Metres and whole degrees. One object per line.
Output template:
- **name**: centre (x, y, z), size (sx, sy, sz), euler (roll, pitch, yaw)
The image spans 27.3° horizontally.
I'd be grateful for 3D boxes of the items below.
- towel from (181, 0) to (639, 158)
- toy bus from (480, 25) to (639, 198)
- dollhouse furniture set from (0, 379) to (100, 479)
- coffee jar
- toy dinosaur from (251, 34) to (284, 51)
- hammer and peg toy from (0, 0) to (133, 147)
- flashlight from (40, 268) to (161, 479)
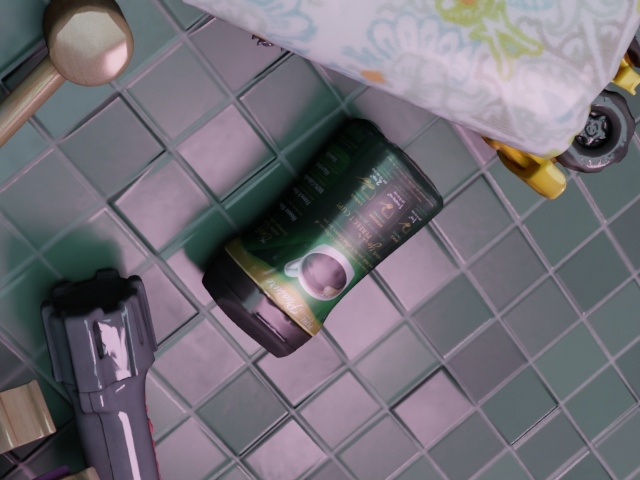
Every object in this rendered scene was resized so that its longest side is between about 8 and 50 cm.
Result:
- **towel**: centre (0.101, -0.268, 0.817), size (0.320, 0.090, 0.374), euler (22, 105, -18)
- **toy bus**: centre (0.164, -0.173, 0.987), size (0.211, 0.149, 0.220), euler (35, 98, -15)
- **dollhouse furniture set**: centre (-0.357, 0.134, 0.946), size (0.286, 0.198, 0.303), euler (-22, 87, -35)
- **coffee jar**: centre (0.000, 0.000, 1.019), size (0.184, 0.079, 0.096), euler (-44, 122, -1)
- **toy dinosaur**: centre (-0.005, -0.203, 0.932), size (0.268, 0.064, 0.118), euler (-13, 118, -31)
- **hammer and peg toy**: centre (-0.304, -0.136, 0.819), size (0.361, 0.127, 0.266), euler (28, 99, -28)
- **flashlight**: centre (-0.147, 0.174, 1.027), size (0.103, 0.103, 0.304), euler (-23, 114, -37)
